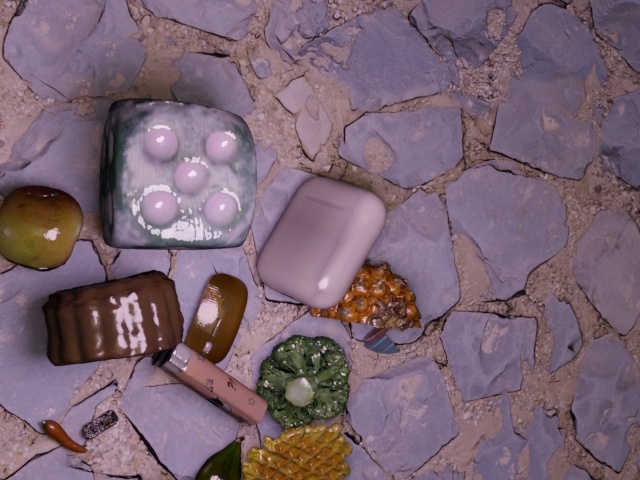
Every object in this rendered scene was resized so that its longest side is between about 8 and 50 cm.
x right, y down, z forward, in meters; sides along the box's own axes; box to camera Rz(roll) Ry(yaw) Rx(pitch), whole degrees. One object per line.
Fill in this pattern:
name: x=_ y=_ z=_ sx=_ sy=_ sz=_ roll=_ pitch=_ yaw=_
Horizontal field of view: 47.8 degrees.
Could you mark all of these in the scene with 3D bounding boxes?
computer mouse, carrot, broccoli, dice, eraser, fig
computer mouse: x=-0.277 y=0.210 z=1.927 sx=0.126 sy=0.056 sz=0.245 roll=24 pitch=82 yaw=-20
carrot: x=-0.635 y=0.486 z=1.783 sx=0.035 sy=0.035 sz=0.142 roll=-48 pitch=114 yaw=-16
broccoli: x=-0.042 y=0.381 z=1.915 sx=0.270 sy=0.270 sz=0.270 roll=0 pitch=91 yaw=3
dice: x=-0.353 y=-0.150 z=1.749 sx=0.330 sy=0.328 sz=0.348 roll=0 pitch=90 yaw=-24
eraser: x=-0.285 y=0.366 z=1.859 sx=0.290 sy=0.171 sz=0.087 roll=40 pitch=67 yaw=-18
fig: x=-0.254 y=0.601 z=1.910 sx=0.117 sy=0.117 sz=0.177 roll=38 pitch=59 yaw=-18

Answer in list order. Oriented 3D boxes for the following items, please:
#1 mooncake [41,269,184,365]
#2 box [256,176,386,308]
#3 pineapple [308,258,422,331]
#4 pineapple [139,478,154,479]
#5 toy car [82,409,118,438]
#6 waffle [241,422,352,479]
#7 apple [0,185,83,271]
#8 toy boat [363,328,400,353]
mooncake: x=-0.485 y=0.181 z=1.701 sx=0.324 sy=0.324 sz=0.187 roll=-10 pitch=89 yaw=-23
box: x=0.001 y=0.001 z=1.932 sx=0.349 sy=0.288 sz=0.141 roll=-60 pitch=140 yaw=-12
pineapple: x=0.170 y=0.135 z=1.993 sx=0.344 sy=0.286 sz=0.209 roll=6 pitch=87 yaw=-24
pineapple: x=-0.443 y=0.673 z=1.796 sx=0.193 sy=0.166 sz=0.166 roll=29 pitch=78 yaw=-19
toy car: x=-0.556 y=0.464 z=1.818 sx=0.093 sy=0.025 sz=0.041 roll=-30 pitch=99 yaw=-24
waffle: x=-0.058 y=0.612 z=1.946 sx=0.307 sy=0.060 sz=0.312 roll=-15 pitch=124 yaw=-12
apple: x=-0.671 y=-0.034 z=1.707 sx=0.188 sy=0.174 sz=0.207 roll=21 pitch=65 yaw=-24
toy boat: x=0.188 y=0.309 z=2.133 sx=0.096 sy=0.034 sz=0.122 roll=-35 pitch=119 yaw=10
